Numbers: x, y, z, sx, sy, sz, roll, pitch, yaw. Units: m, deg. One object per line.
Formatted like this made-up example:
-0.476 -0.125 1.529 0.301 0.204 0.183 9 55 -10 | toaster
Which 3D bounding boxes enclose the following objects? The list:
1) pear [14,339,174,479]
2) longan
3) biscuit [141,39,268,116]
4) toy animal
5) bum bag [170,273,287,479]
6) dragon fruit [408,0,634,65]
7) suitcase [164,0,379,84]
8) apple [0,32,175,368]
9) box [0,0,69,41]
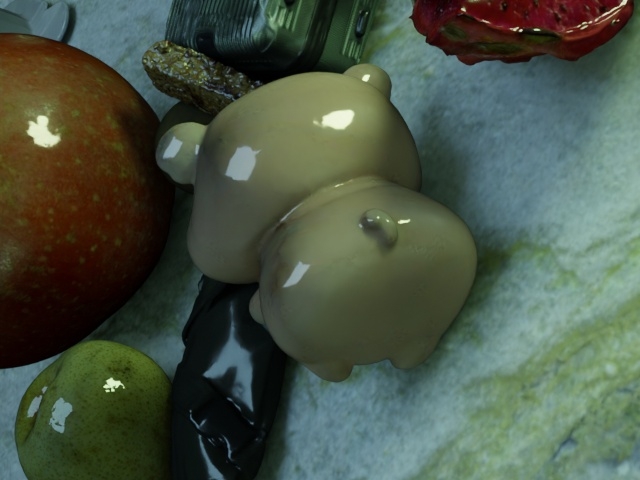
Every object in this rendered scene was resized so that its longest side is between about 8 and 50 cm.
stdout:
-0.203 0.172 1.765 0.167 0.136 0.167 -52 27 41 | pear
-0.101 -0.092 1.817 0.113 0.113 0.092 -111 11 -46 | longan
-0.073 -0.127 1.738 0.199 0.064 0.034 25 72 24 | biscuit
0.004 -0.011 1.521 0.221 0.210 0.230 -152 50 -64 | toy animal
-0.081 0.106 1.687 0.142 0.079 0.326 -20 57 57 | bum bag
0.159 -0.214 1.499 0.211 0.134 0.262 -23 38 61 | dragon fruit
-0.025 -0.292 1.781 0.202 0.128 0.312 6 78 56 | suitcase
-0.304 -0.039 1.895 0.348 0.277 0.348 -29 55 51 | apple
-0.457 -0.213 2.276 0.291 0.206 0.262 -38 45 41 | box
